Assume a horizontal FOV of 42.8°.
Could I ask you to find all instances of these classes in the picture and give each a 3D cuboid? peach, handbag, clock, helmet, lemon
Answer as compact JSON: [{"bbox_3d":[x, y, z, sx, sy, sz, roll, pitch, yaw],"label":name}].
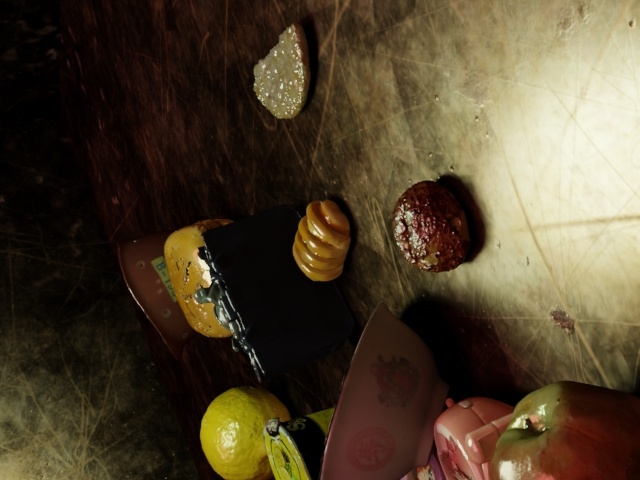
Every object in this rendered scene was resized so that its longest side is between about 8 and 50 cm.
[{"bbox_3d":[0.332,0.284,0.985,0.235,0.214,0.214,39,161,-16],"label":"peach"},{"bbox_3d":[-0.108,0.112,1.685,0.326,0.269,0.118,64,156,17],"label":"handbag"},{"bbox_3d":[0.202,0.423,1.490,0.198,0.064,0.172,117,146,-56],"label":"clock"},{"bbox_3d":[-0.396,0.118,2.338,0.385,0.230,0.337,61,178,4],"label":"helmet"},{"bbox_3d":[0.269,0.341,1.228,0.241,0.142,0.227,176,73,-76],"label":"clock"},{"bbox_3d":[-0.199,0.514,2.176,0.310,0.253,0.254,14,119,67],"label":"lemon"}]

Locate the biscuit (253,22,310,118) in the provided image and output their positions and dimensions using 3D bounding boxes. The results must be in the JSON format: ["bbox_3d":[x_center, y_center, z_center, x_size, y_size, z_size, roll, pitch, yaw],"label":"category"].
[{"bbox_3d":[-0.068,-0.310,1.587,0.290,0.038,0.141,-21,88,67],"label":"biscuit"}]

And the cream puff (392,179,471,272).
[{"bbox_3d":[0.163,-0.015,1.251,0.149,0.084,0.149,47,148,42],"label":"cream puff"}]

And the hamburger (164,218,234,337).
[{"bbox_3d":[-0.275,0.100,2.095,0.284,0.174,0.305,-9,100,52],"label":"hamburger"}]

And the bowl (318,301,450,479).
[{"bbox_3d":[0.126,0.290,1.383,0.157,0.346,0.346,16,132,12],"label":"bowl"}]

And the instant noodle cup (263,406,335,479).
[{"bbox_3d":[0.031,0.425,1.647,0.215,0.236,0.216,44,143,46],"label":"instant noodle cup"}]

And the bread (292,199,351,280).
[{"bbox_3d":[0.000,0.000,1.610,0.119,0.084,0.177,55,146,32],"label":"bread"}]
